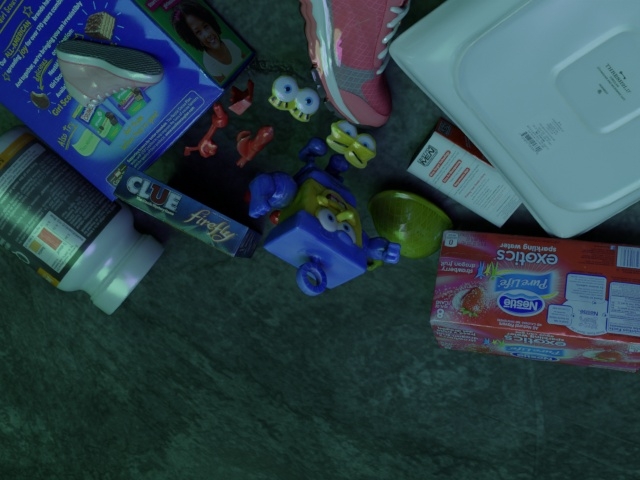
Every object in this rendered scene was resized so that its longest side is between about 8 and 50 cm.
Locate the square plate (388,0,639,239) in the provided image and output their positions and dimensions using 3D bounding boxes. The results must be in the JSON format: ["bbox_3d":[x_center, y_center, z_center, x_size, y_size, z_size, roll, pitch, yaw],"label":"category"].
[{"bbox_3d":[0.308,-0.173,0.882,0.344,0.049,0.347,-33,117,29],"label":"square plate"}]

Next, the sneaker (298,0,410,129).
[{"bbox_3d":[0.049,-0.252,0.911,0.136,0.116,0.313,-6,132,20],"label":"sneaker"}]

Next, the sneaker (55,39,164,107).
[{"bbox_3d":[-0.243,-0.187,0.974,0.134,0.051,0.070,15,128,12],"label":"sneaker"}]

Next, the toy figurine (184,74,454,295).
[{"bbox_3d":[0.000,0.000,1.004,0.363,0.217,0.191,35,128,-29],"label":"toy figurine"}]

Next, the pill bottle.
[{"bbox_3d":[-0.378,-0.026,1.224,0.278,0.162,0.162,40,128,-9],"label":"pill bottle"}]

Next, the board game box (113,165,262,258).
[{"bbox_3d":[-0.166,-0.031,1.108,0.165,0.243,0.042,27,88,0],"label":"board game box"}]

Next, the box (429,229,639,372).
[{"bbox_3d":[0.275,0.076,1.046,0.257,0.128,0.122,5,156,17],"label":"box"}]

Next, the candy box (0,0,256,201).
[{"bbox_3d":[-0.291,-0.249,1.054,0.317,0.122,0.268,44,127,-15],"label":"candy box"}]

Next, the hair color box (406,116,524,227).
[{"bbox_3d":[0.188,-0.084,1.043,0.141,0.043,0.072,31,129,-4],"label":"hair color box"}]
